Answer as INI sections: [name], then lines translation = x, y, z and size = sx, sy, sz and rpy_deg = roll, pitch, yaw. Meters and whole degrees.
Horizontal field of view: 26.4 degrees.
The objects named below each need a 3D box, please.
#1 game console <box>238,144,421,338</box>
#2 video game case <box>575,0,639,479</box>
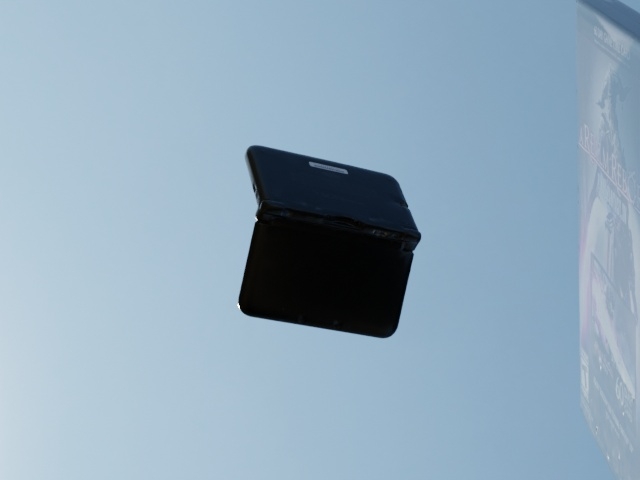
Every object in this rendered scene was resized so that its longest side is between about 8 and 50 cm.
[game console]
translation = 0.000, 0.000, 0.950
size = 0.071, 0.122, 0.107
rpy_deg = -62, -150, 33
[video game case]
translation = 0.175, 0.013, 0.763
size = 0.026, 0.196, 0.274
rpy_deg = -5, -72, 0
